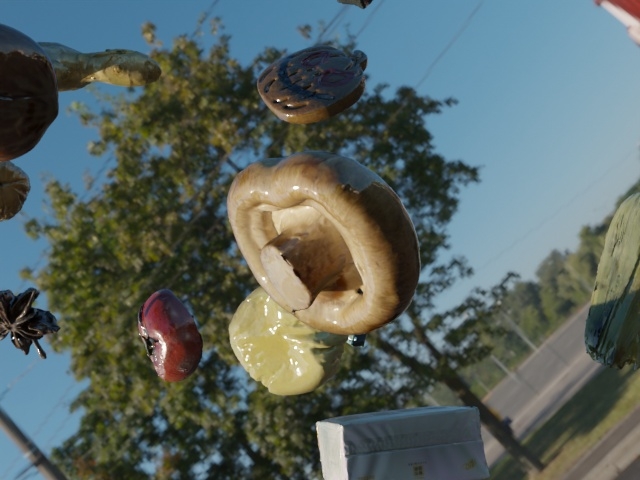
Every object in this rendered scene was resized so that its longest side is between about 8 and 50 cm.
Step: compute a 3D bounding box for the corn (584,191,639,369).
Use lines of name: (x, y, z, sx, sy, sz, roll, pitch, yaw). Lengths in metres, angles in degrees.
corn: (0.526, 0.070, 1.444, 0.123, 0.122, 0.305, 22, -100, -38)

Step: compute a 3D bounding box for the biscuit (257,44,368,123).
biscuit: (-0.011, -0.446, 2.367, 0.314, 0.367, 0.063, -27, -52, -7)

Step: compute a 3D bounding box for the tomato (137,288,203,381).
tomato: (-0.375, 0.237, 2.064, 0.101, 0.228, 0.228, -19, -27, -32)

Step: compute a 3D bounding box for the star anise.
star anise: (-0.681, 0.180, 1.937, 0.231, 0.209, 0.089, 106, 178, -51)

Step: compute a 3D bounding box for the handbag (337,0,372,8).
handbag: (0.082, -0.659, 1.982, 0.175, 0.089, 0.270, -53, -40, -14)

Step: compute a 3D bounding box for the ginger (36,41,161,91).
ginger: (-0.575, -0.366, 1.810, 0.348, 0.363, 0.122, -10, -65, -45)

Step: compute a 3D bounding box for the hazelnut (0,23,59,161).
hazelnut: (-0.510, -0.226, 1.313, 0.181, 0.181, 0.212, 12, -82, -53)

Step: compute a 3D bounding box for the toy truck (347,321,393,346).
toy truck: (0.117, 0.207, 2.108, 0.175, 0.067, 0.081, -7, -65, -48)

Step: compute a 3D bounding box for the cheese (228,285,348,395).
cheese: (-0.057, 0.181, 1.605, 0.226, 0.214, 0.117, -47, -16, 31)

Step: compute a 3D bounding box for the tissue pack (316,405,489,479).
tissue pack: (0.125, 0.333, 1.374, 0.225, 0.124, 0.185, -4, -11, -12)

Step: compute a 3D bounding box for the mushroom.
mushroom: (0.000, 0.000, 1.042, 0.146, 0.278, 0.278, -44, -13, -33)

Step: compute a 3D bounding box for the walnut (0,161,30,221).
walnut: (-0.779, -0.121, 2.073, 0.155, 0.155, 0.184, -38, 17, -26)
